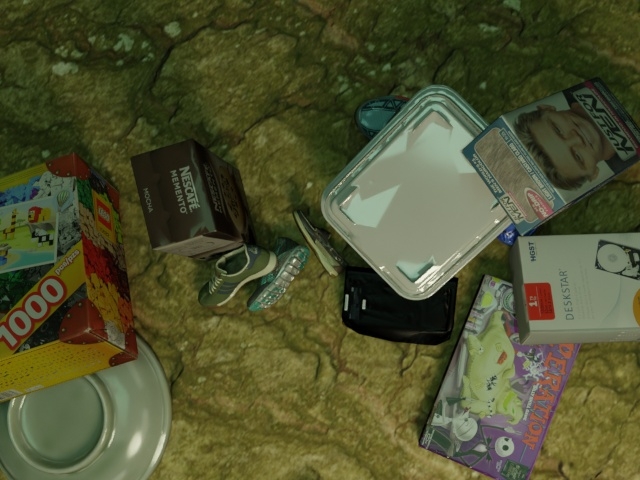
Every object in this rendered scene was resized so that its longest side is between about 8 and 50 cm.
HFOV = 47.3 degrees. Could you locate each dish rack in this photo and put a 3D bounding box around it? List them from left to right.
[{"bbox_3d":[0.185,-0.077,1.297,0.285,0.072,0.333,45,106,1],"label":"dish rack"}]

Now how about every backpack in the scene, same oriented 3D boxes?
[{"bbox_3d":[0.345,-0.049,1.355,0.098,0.101,0.120,-40,83,14],"label":"backpack"}]

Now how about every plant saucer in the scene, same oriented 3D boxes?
[{"bbox_3d":[-0.500,0.345,1.449,0.401,0.100,0.400,-1,85,9],"label":"plant saucer"}]

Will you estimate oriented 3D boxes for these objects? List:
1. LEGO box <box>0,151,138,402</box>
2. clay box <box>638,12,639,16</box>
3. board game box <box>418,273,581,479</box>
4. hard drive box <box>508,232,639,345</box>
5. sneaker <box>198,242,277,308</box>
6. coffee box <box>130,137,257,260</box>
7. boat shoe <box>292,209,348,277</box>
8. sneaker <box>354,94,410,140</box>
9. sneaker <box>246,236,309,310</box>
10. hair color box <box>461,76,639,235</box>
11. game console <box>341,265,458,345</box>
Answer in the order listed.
[{"bbox_3d":[-0.630,0.102,1.393,0.500,0.193,0.372,-19,64,7],"label":"LEGO box"},{"bbox_3d":[0.722,-0.469,1.357,0.127,0.053,0.222,43,93,9],"label":"clay box"},{"bbox_3d":[0.339,0.259,1.356,0.208,0.056,0.346,21,88,6],"label":"board game box"},{"bbox_3d":[0.466,0.086,1.295,0.232,0.089,0.181,-3,68,1],"label":"hard drive box"},{"bbox_3d":[-0.181,0.062,1.408,0.192,0.086,0.064,-32,55,21],"label":"sneaker"},{"bbox_3d":[-0.220,-0.063,1.341,0.119,0.297,0.168,-16,83,7],"label":"coffee box"},{"bbox_3d":[0.000,0.000,1.429,0.049,0.056,0.152,-33,91,-2],"label":"boat shoe"},{"bbox_3d":[0.188,-0.217,1.376,0.262,0.125,0.104,17,93,10],"label":"sneaker"},{"bbox_3d":[-0.095,0.064,1.440,0.076,0.065,0.166,39,88,26],"label":"sneaker"},{"bbox_3d":[0.413,-0.154,1.243,0.174,0.347,0.105,56,139,9],"label":"hair color box"},{"bbox_3d":[0.160,0.015,1.378,0.213,0.044,0.361,6,97,9],"label":"game console"}]
